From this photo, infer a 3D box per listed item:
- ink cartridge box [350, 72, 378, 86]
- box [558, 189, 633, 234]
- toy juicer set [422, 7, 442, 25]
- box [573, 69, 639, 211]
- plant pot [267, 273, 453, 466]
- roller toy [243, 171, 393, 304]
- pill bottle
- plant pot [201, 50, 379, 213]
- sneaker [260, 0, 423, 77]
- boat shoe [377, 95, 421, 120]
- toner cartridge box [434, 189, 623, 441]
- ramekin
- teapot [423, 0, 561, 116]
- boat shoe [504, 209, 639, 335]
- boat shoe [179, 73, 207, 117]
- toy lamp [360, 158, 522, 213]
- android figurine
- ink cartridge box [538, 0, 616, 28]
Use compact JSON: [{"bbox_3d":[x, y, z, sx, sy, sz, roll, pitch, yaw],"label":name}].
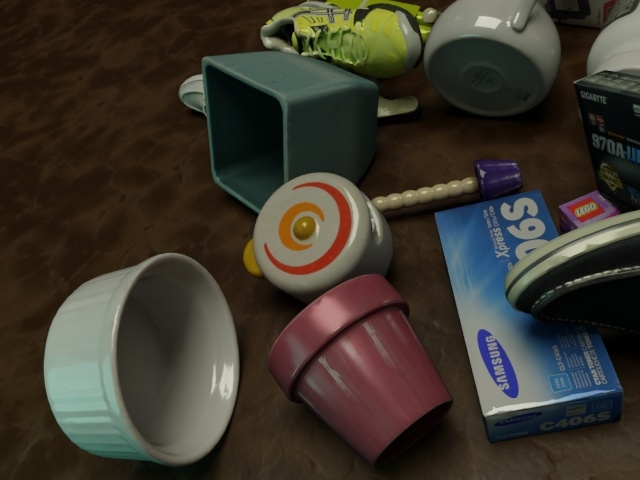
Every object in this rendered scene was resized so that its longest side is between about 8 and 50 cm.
[{"bbox_3d":[0.044,-0.380,1.428,0.104,0.062,0.181,-22,45,-2],"label":"ink cartridge box"},{"bbox_3d":[0.521,-0.026,0.926,0.293,0.057,0.201,-23,44,0],"label":"box"},{"bbox_3d":[0.325,-0.458,1.270,0.209,0.090,0.329,-22,-1,-42],"label":"toy juicer set"},{"bbox_3d":[0.415,-0.118,0.840,0.051,0.175,0.220,-22,21,1],"label":"box"},{"bbox_3d":[0.062,0.173,0.834,0.201,0.201,0.180,-34,62,-12],"label":"plant pot"},{"bbox_3d":[0.000,0.000,0.999,0.209,0.146,0.191,23,83,31],"label":"roller toy"},{"bbox_3d":[0.565,-0.320,1.074,0.210,0.210,0.363,16,57,32],"label":"pill bottle"},{"bbox_3d":[-0.033,-0.203,1.180,0.252,0.247,0.247,-23,41,-32],"label":"plant pot"},{"bbox_3d":[0.035,-0.378,1.274,0.147,0.145,0.384,-29,33,-31],"label":"sneaker"},{"bbox_3d":[0.134,-0.259,1.300,0.132,0.042,0.049,3,76,24],"label":"boat shoe"},{"bbox_3d":[0.270,0.088,0.904,0.165,0.075,0.348,-14,46,10],"label":"toner cartridge box"},{"bbox_3d":[-0.238,0.164,0.894,0.135,0.277,0.277,-11,46,23],"label":"ramekin"},{"bbox_3d":[0.314,-0.359,1.164,0.256,0.252,0.187,4,63,40],"label":"teapot"},{"bbox_3d":[0.463,0.068,0.734,0.499,0.187,0.156,2,58,-1],"label":"boat shoe"},{"bbox_3d":[-0.216,-0.300,1.430,0.258,0.095,0.084,9,49,29],"label":"boat shoe"},{"bbox_3d":[0.190,-0.079,1.085,0.274,0.080,0.080,-12,46,9],"label":"toy lamp"},{"bbox_3d":[0.120,-0.481,1.442,0.272,0.056,0.248,12,39,9],"label":"android figurine"},{"bbox_3d":[0.520,-0.528,1.308,0.237,0.172,0.100,22,59,35],"label":"ink cartridge box"}]
